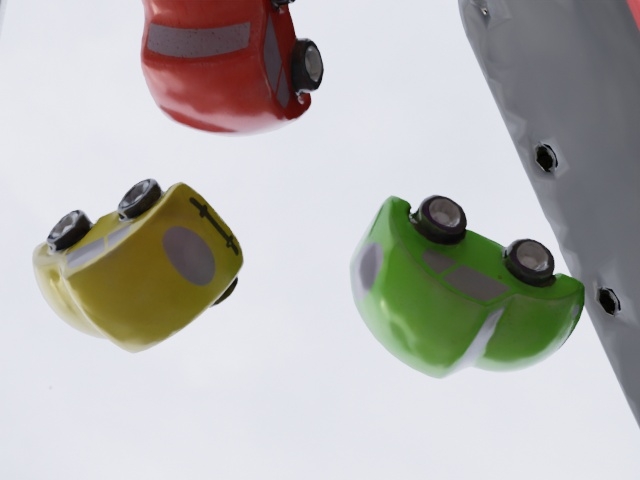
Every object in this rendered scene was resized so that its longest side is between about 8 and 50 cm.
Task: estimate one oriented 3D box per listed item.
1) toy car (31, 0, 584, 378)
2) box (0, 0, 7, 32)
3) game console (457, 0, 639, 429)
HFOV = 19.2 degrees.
[{"bbox_3d":[0.000,0.000,0.769,0.225,0.239,0.053,25,-137,-3],"label":"toy car"},{"bbox_3d":[-0.225,-0.150,1.067,0.101,0.102,0.087,11,-85,-8],"label":"box"},{"bbox_3d":[0.233,-0.031,1.020,0.060,0.342,0.386,-28,-83,-28],"label":"game console"}]
